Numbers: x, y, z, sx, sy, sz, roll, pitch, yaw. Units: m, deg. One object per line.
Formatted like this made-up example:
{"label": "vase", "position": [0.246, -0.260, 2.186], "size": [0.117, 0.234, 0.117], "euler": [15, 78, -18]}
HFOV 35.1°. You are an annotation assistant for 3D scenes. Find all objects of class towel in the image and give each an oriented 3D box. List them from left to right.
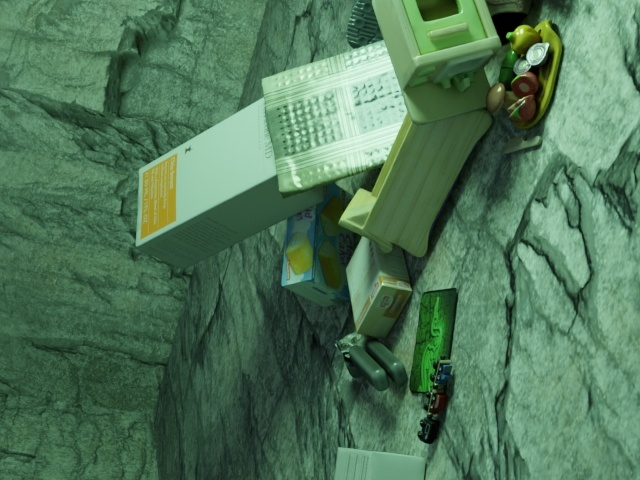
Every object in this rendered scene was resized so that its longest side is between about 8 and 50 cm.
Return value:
{"label": "towel", "position": [0.043, -0.256, 2.114], "size": [0.056, 0.324, 0.312], "euler": [56, -159, -61]}

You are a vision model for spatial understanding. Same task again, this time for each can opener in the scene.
{"label": "can opener", "position": [0.102, 0.248, 2.017], "size": [0.283, 0.076, 0.095], "euler": [-141, 32, -70]}

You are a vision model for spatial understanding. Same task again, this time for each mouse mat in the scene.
{"label": "mouse mat", "position": [0.201, 0.180, 1.814], "size": [0.152, 0.007, 0.189], "euler": [161, 118, -70]}

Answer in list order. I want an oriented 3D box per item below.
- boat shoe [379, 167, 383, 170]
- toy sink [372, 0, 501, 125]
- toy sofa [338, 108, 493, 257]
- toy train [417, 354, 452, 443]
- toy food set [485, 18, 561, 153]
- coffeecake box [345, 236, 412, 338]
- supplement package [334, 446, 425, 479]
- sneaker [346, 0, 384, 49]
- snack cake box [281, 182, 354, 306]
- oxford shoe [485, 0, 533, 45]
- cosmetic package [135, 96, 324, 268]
{"label": "boat shoe", "position": [0.131, -0.298, 2.186], "size": [0.116, 0.097, 0.324], "euler": [136, 142, -60]}
{"label": "toy sink", "position": [0.199, -0.331, 1.675], "size": [0.131, 0.153, 0.234], "euler": [126, 128, -78]}
{"label": "toy sofa", "position": [0.187, -0.157, 1.892], "size": [0.150, 0.177, 0.362], "euler": [-60, -6, -57]}
{"label": "toy train", "position": [0.196, 0.272, 1.723], "size": [0.036, 0.027, 0.158], "euler": [26, 108, 53]}
{"label": "toy food set", "position": [0.315, -0.252, 1.618], "size": [0.128, 0.071, 0.218], "euler": [-165, 87, -73]}
{"label": "coffeecake box", "position": [0.115, 0.080, 2.044], "size": [0.185, 0.068, 0.142], "euler": [-98, 26, -47]}
{"label": "supplement package", "position": [0.101, 0.429, 1.804], "size": [0.179, 0.105, 0.105], "euler": [156, 123, -69]}
{"label": "sneaker", "position": [0.153, -0.588, 2.327], "size": [0.131, 0.112, 0.319], "euler": [-79, 14, -65]}
{"label": "snack cake box", "position": [0.000, 0.000, 2.294], "size": [0.089, 0.152, 0.264], "euler": [-16, 60, 36]}
{"label": "oxford shoe", "position": [0.279, -0.376, 1.778], "size": [0.271, 0.097, 0.098], "euler": [139, 134, -63]}
{"label": "cosmetic package", "position": [-0.216, -0.129, 2.334], "size": [0.453, 0.161, 0.230], "euler": [-25, 54, 32]}
